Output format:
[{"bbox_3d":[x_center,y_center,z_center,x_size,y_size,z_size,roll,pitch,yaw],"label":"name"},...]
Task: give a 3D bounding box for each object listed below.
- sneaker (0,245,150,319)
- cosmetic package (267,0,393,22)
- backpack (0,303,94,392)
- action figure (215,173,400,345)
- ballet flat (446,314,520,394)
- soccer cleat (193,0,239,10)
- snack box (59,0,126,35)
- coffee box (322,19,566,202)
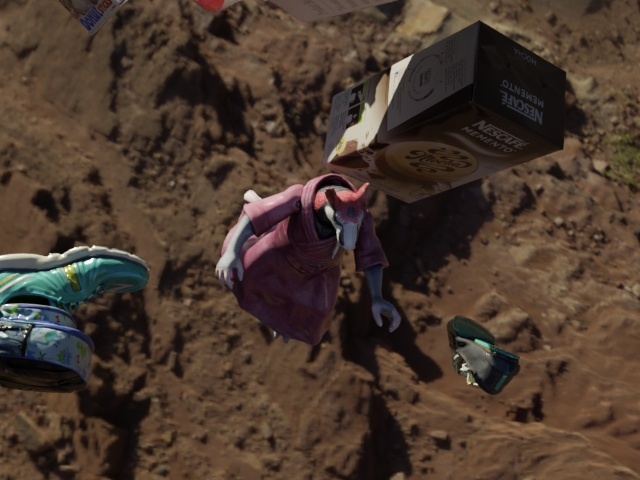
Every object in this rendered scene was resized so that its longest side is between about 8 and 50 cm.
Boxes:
[{"bbox_3d":[-0.420,0.084,1.584,0.275,0.107,0.110,-7,51,-13],"label":"sneaker"},{"bbox_3d":[0.084,-0.474,1.082,0.393,0.329,0.328,-10,89,16],"label":"cosmetic package"},{"bbox_3d":[-0.311,0.120,1.062,0.114,0.105,0.084,8,64,3],"label":"backpack"},{"bbox_3d":[0.000,0.000,1.361,0.370,0.248,0.276,-51,16,54],"label":"action figure"},{"bbox_3d":[0.201,0.152,1.241,0.074,0.074,0.203,-59,12,4],"label":"ballet flat"},{"bbox_3d":[-0.088,-0.418,1.395,0.248,0.095,0.083,-29,76,26],"label":"soccer cleat"},{"bbox_3d":[-0.285,-0.303,1.194,0.022,0.064,0.178,-49,18,-16],"label":"snack box"},{"bbox_3d":[0.161,-0.160,1.282,0.297,0.168,0.119,-19,57,52],"label":"coffee box"}]
